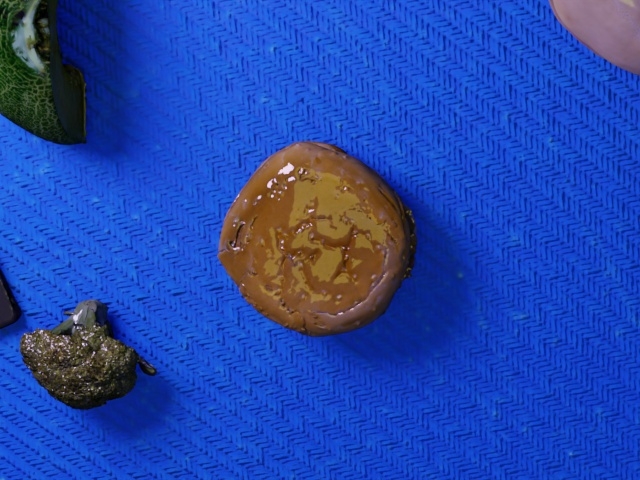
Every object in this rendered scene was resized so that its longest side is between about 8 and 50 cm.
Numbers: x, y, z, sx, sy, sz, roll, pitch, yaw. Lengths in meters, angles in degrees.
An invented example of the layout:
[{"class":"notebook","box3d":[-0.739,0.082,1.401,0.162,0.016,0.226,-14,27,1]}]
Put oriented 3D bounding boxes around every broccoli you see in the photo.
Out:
[{"class":"broccoli","box3d":[-0.260,0.126,1.823,0.131,0.130,0.120,-15,58,34]}]

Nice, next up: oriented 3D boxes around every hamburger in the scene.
[{"class":"hamburger","box3d":[0.001,-0.001,1.781,0.213,0.108,0.214,1,100,8]}]

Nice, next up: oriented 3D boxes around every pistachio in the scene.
[{"class":"pistachio","box3d":[0.313,-0.258,1.692,0.145,0.117,0.200,-43,98,7]}]

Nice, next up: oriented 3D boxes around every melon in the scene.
[{"class":"melon","box3d":[-0.319,-0.222,1.713,0.129,0.169,0.265,1,102,3]}]

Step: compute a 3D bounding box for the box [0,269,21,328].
[{"class":"box","box3d":[-0.413,0.054,1.858,0.125,0.027,0.126,-22,102,11]}]
